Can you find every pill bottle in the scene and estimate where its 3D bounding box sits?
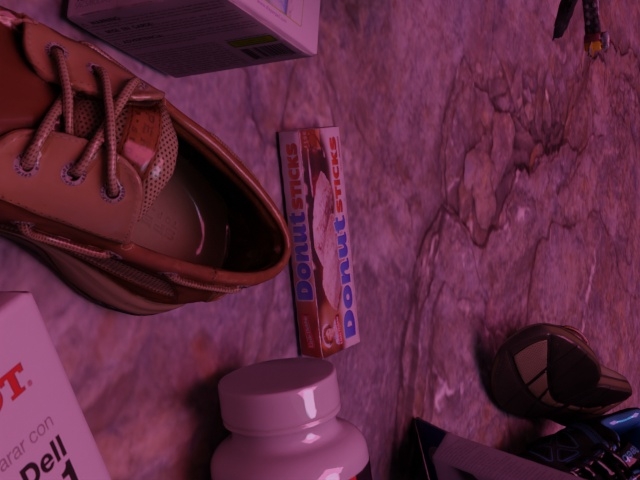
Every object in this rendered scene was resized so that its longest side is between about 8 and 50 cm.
[{"bbox_3d":[-0.016,0.182,0.689,0.108,0.108,0.193,-23,108,-57],"label":"pill bottle"}]

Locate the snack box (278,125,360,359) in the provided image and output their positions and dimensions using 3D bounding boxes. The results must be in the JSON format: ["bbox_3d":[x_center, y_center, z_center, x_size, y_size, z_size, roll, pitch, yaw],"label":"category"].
[{"bbox_3d":[0.000,0.000,0.807,0.064,0.022,0.178,-16,101,-59],"label":"snack box"}]

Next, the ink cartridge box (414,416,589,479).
[{"bbox_3d":[0.168,0.285,0.903,0.045,0.224,0.223,-28,113,-32],"label":"ink cartridge box"}]

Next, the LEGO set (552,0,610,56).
[{"bbox_3d":[0.126,-0.297,0.786,0.192,0.331,0.254,-9,117,-57],"label":"LEGO set"}]

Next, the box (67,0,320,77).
[{"bbox_3d":[-0.067,-0.216,0.620,0.103,0.114,0.203,23,69,-57],"label":"box"}]

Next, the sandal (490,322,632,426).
[{"bbox_3d":[0.272,0.150,1.186,0.303,0.120,0.086,33,33,-55],"label":"sandal"}]

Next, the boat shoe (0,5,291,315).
[{"bbox_3d":[-0.125,-0.051,0.511,0.324,0.120,0.122,33,61,-54],"label":"boat shoe"}]

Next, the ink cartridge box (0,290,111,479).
[{"bbox_3d":[-0.173,0.184,0.421,0.201,0.117,0.278,-45,125,-50],"label":"ink cartridge box"}]

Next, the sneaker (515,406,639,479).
[{"bbox_3d":[0.267,0.258,1.094,0.125,0.140,0.341,56,27,6],"label":"sneaker"}]
